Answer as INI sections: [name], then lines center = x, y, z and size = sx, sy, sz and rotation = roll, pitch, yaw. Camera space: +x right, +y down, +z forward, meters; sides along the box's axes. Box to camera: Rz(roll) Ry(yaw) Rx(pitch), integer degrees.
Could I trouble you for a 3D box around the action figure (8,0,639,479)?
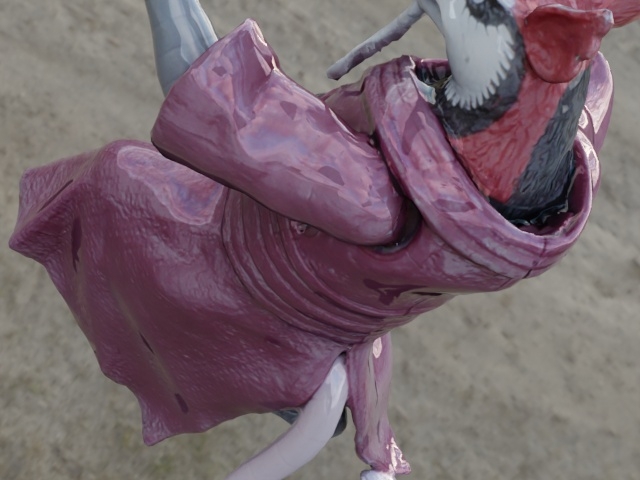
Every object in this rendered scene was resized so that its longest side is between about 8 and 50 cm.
[action figure]
center = 0.000, 0.000, 0.522
size = 0.248, 0.370, 0.275
rotation = -1, 76, -29
